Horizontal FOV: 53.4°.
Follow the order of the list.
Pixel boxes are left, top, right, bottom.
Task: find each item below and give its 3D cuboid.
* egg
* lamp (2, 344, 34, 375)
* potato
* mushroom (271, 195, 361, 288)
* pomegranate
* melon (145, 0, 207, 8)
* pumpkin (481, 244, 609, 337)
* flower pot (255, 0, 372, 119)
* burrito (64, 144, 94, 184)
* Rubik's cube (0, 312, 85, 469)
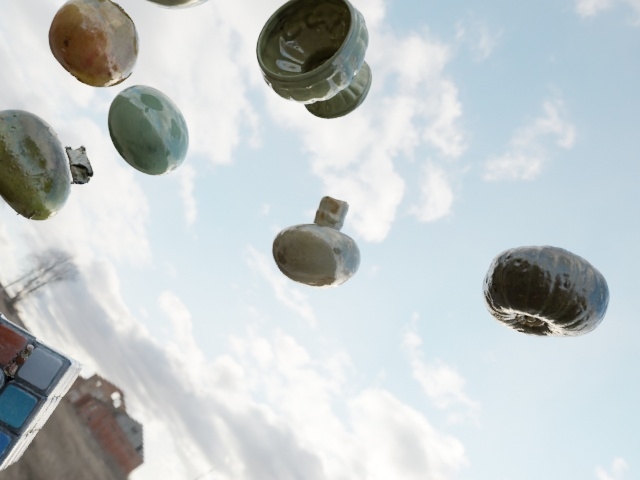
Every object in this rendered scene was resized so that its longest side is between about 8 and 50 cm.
[{"bbox_3d":[-0.464,-0.298,1.717,0.283,0.203,0.203,61,-23,23],"label":"egg"},{"bbox_3d":[-0.753,0.296,1.593,0.031,0.083,0.063,50,-5,-23],"label":"lamp"},{"bbox_3d":[-0.902,-0.229,1.977,0.219,0.270,0.359,-34,-97,30],"label":"potato"},{"bbox_3d":[-0.013,0.008,1.427,0.206,0.206,0.209,-12,-92,63],"label":"mushroom"},{"bbox_3d":[-0.476,-0.424,1.355,0.191,0.191,0.191,41,-30,31],"label":"pomegranate"},{"bbox_3d":[-0.387,-0.739,1.649,0.330,0.268,0.268,15,-34,1],"label":"melon"},{"bbox_3d":[0.396,0.082,1.128,0.219,0.162,0.219,14,-22,6],"label":"pumpkin"},{"bbox_3d":[-0.001,-0.476,1.690,0.307,0.307,0.244,40,-3,32],"label":"flower pot"},{"bbox_3d":[-0.570,-0.182,1.504,0.171,0.051,0.042,-131,-152,-51],"label":"burrito"},{"bbox_3d":[-0.917,0.404,1.771,0.359,0.363,0.362,32,-23,-9],"label":"Rubik's cube"}]
